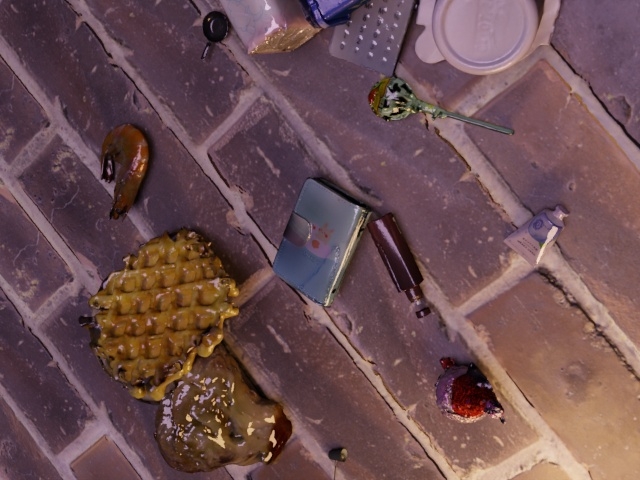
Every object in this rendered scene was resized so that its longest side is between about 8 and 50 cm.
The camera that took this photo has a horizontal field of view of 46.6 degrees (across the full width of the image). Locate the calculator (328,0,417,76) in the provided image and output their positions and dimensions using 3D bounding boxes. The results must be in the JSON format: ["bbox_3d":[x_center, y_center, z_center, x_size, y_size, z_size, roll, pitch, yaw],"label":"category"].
[{"bbox_3d":[0.115,-0.478,1.508,0.161,0.021,0.262,25,124,16],"label":"calculator"}]

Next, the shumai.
[{"bbox_3d":[-0.231,0.445,1.787,0.283,0.217,0.346,26,106,16],"label":"shumai"}]

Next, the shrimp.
[{"bbox_3d":[-0.494,-0.168,1.843,0.150,0.068,0.249,21,104,30],"label":"shrimp"}]

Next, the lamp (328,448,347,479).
[{"bbox_3d":[0.042,0.562,1.804,0.054,0.041,0.121,-6,97,32],"label":"lamp"}]

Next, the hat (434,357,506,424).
[{"bbox_3d":[0.323,0.320,1.537,0.128,0.227,0.140,-3,86,-11],"label":"hat"}]

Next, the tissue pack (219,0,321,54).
[{"bbox_3d":[-0.129,-0.527,1.532,0.124,0.201,0.271,-27,91,33],"label":"tissue pack"}]

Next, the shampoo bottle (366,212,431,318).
[{"bbox_3d":[0.175,0.058,1.616,0.067,0.068,0.236,-25,90,26],"label":"shampoo bottle"}]

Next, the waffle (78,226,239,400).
[{"bbox_3d":[-0.374,0.159,1.749,0.379,0.095,0.382,-44,56,1],"label":"waffle"}]

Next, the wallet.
[{"bbox_3d":[0.000,0.000,1.653,0.176,0.075,0.250,34,114,28],"label":"wallet"}]

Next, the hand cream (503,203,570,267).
[{"bbox_3d":[0.444,-0.016,1.500,0.084,0.053,0.142,42,124,8],"label":"hand cream"}]

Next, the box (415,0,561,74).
[{"bbox_3d":[0.281,-0.406,1.357,0.291,0.206,0.262,-28,105,26],"label":"box"}]

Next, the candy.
[{"bbox_3d":[0.245,-0.259,1.522,0.305,0.083,0.091,19,146,8],"label":"candy"}]

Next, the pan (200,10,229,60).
[{"bbox_3d":[-0.244,-0.463,1.689,0.068,0.023,0.115,31,109,13],"label":"pan"}]

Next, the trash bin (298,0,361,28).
[{"bbox_3d":[0.062,-0.528,1.408,0.234,0.162,0.184,-20,102,30],"label":"trash bin"}]

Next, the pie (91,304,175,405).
[{"bbox_3d":[-0.458,0.266,1.911,0.339,0.077,0.339,5,100,31],"label":"pie"}]
